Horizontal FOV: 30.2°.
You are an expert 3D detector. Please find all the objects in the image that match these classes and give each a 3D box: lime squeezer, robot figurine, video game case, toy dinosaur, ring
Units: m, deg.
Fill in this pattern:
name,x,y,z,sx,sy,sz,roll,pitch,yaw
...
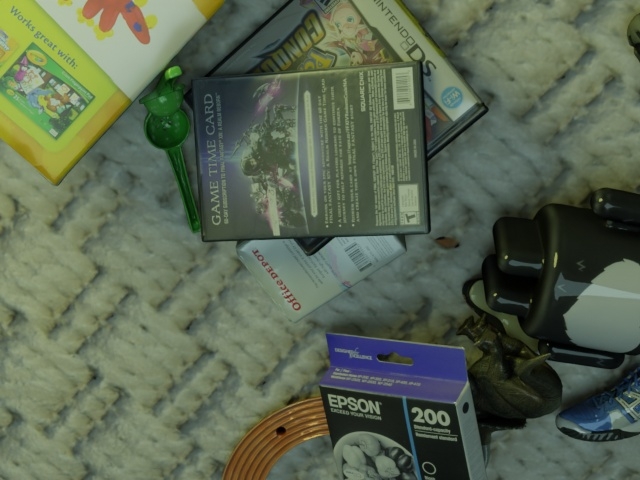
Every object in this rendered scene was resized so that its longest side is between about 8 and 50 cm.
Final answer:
name,x,y,z,sx,sy,sz,roll,pitch,yaw
lime squeezer,-0.181,-0.134,1.396,0.059,0.110,0.310,-5,148,-5
robot figurine,0.342,0.050,1.450,0.278,0.209,0.173,10,72,-4
video game case,-0.013,-0.100,1.378,0.274,0.026,0.196,-2,94,16
toy dinosaur,0.240,0.174,1.493,0.160,0.121,0.313,40,147,-4
ring,0.028,0.358,1.651,0.337,0.032,0.336,0,111,0
video game case,0.014,-0.162,1.396,0.275,0.035,0.248,-40,85,14

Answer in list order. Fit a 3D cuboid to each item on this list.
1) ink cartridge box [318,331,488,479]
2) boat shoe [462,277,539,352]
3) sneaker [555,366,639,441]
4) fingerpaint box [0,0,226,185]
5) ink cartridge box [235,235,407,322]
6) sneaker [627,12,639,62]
name,x,y,z,sx,sy,sz,roll,pitch,yaw
ink cartridge box,0.099,0.224,1.508,0.206,0.045,0.208,3,115,34
boat shoe,0.240,0.095,1.542,0.133,0.042,0.049,39,85,-14
sneaker,0.411,0.210,1.573,0.211,0.080,0.081,-13,105,-5
fingerpaint box,-0.326,-0.350,1.282,0.445,0.163,0.371,41,98,-14
ink cartridge box,0.000,0.000,1.486,0.175,0.072,0.127,-33,107,13
sneaker,0.487,-0.211,1.406,0.267,0.101,0.106,28,87,-10
